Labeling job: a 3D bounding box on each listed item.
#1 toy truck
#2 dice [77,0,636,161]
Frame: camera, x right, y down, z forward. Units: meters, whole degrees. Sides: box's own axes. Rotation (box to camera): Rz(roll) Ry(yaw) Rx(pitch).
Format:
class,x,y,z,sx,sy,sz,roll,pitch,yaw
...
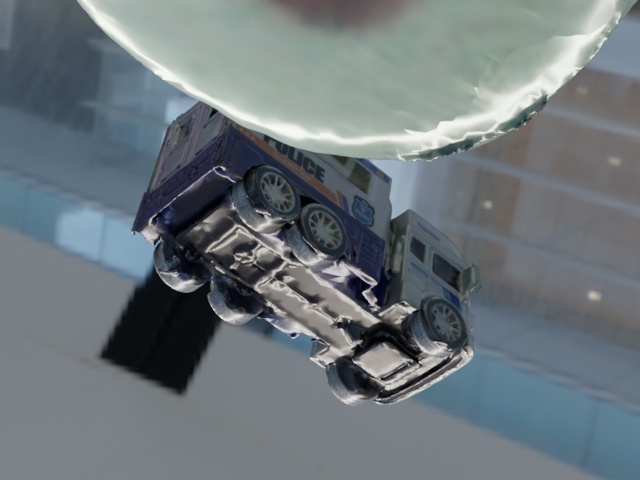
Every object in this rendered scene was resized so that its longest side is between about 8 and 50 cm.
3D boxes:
class,x,y,z,sx,sy,sz,roll,pitch,yaw
toy truck,0.000,0.000,1.303,0.268,0.124,0.155,36,-139,-24
dice,0.032,-0.219,0.801,0.268,0.264,0.262,30,-133,-10
